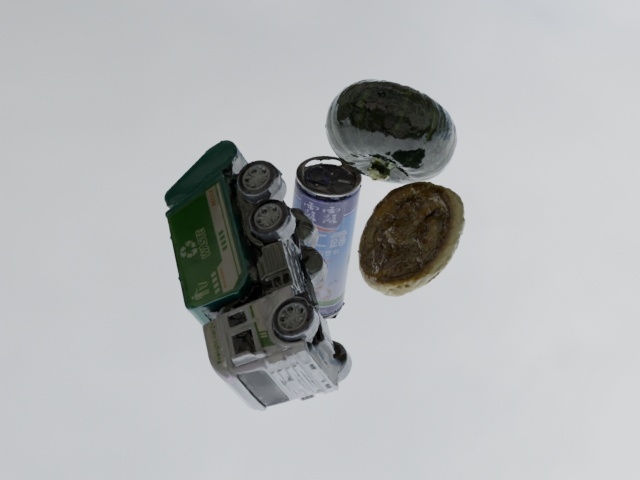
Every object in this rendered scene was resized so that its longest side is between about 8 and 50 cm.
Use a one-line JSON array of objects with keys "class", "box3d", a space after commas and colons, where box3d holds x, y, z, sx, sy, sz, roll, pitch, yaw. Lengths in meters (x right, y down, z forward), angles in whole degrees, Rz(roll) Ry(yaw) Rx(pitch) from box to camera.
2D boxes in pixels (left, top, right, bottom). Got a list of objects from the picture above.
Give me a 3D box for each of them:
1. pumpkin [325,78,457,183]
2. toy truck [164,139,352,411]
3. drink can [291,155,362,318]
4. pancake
[{"class": "pumpkin", "box3d": [0.087, -0.135, 1.798, 0.167, 0.125, 0.167, 25, -176, -2]}, {"class": "toy truck", "box3d": [-0.059, 0.028, 1.284, 0.124, 0.114, 0.253, -21, -126, 11]}, {"class": "drink can", "box3d": [0.000, 0.000, 2.039, 0.097, 0.235, 0.097, 5, -142, -4]}, {"class": "pancake", "box3d": [0.106, -0.005, 1.723, 0.028, 0.158, 0.158, 40, -175, -42]}]
